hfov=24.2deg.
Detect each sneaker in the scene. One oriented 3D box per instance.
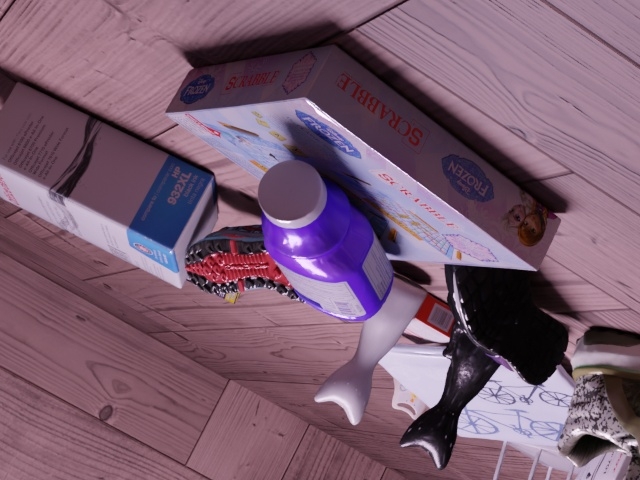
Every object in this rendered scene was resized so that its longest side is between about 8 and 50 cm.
[{"bbox_3d":[0.424,0.225,1.702,0.158,0.182,0.410,34,164,-27],"label":"sneaker"},{"bbox_3d":[0.185,0.072,1.760,0.124,0.107,0.283,29,164,39],"label":"sneaker"},{"bbox_3d":[-0.050,0.012,2.057,0.261,0.125,0.104,5,116,18],"label":"sneaker"}]

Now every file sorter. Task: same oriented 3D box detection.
[{"bbox_3d":[0.426,0.431,2.392,0.277,0.173,0.193,9,163,38],"label":"file sorter"}]

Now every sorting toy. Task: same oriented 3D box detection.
[{"bbox_3d":[0.161,0.268,2.594,0.083,0.075,0.045,30,167,-12],"label":"sorting toy"}]

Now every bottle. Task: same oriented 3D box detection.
[{"bbox_3d":[0.000,0.000,1.579,0.118,0.092,0.283,22,165,21],"label":"bottle"}]

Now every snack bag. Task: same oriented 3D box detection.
[{"bbox_3d":[0.263,0.225,2.199,0.323,0.037,0.342,1,151,38],"label":"snack bag"}]

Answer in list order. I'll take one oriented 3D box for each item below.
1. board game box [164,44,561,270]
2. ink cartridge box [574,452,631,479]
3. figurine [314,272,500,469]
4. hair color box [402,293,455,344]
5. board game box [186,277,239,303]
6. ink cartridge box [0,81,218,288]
[{"bbox_3d":[0.037,-0.079,1.559,0.318,0.066,0.318,35,165,-27],"label":"board game box"},{"bbox_3d":[0.429,0.288,2.016,0.082,0.140,0.191,29,166,0],"label":"ink cartridge box"},{"bbox_3d":[0.120,0.172,1.995,0.214,0.209,0.092,27,-176,4],"label":"figurine"},{"bbox_3d":[0.145,0.112,2.115,0.072,0.043,0.141,30,166,-14],"label":"hair color box"},{"bbox_3d":[-0.189,0.042,2.484,0.141,0.048,0.170,26,166,-1],"label":"board game box"},{"bbox_3d":[-0.309,-0.074,2.104,0.307,0.129,0.223,26,167,5],"label":"ink cartridge box"}]
